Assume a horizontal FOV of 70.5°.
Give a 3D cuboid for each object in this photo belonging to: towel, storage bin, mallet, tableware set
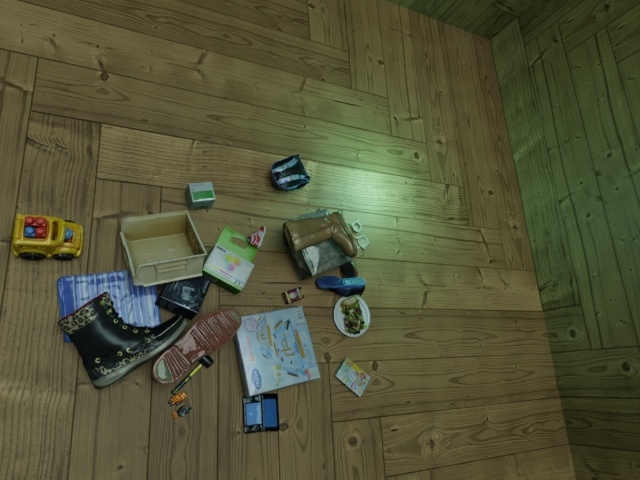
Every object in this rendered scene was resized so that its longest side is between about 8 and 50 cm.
[{"bbox_3d":[-0.781,0.231,1.689,0.336,0.040,0.243,-6,77,-29],"label":"towel"},{"bbox_3d":[-0.606,0.026,1.731,0.260,0.123,0.262,-10,47,-30],"label":"storage bin"},{"bbox_3d":[-0.504,0.510,1.748,0.190,0.039,0.062,-38,92,-28],"label":"mallet"},{"bbox_3d":[0.171,-0.020,2.282,0.141,0.020,0.168,-27,87,-32],"label":"tableware set"}]

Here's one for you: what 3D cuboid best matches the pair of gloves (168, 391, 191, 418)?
[{"bbox_3d":[-0.530,0.622,1.708,0.074,0.010,0.083,-17,83,-31],"label":"pair of gloves"}]

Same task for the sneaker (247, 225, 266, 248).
[{"bbox_3d":[-0.287,-0.027,2.022,0.067,0.042,0.118,27,50,-21],"label":"sneaker"}]

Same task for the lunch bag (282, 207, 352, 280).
[{"bbox_3d":[-0.029,0.011,2.082,0.235,0.169,0.287,-20,89,-30],"label":"lunch bag"}]

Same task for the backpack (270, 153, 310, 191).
[{"bbox_3d":[-0.158,-0.307,2.147,0.173,0.117,0.158,-26,87,-32],"label":"backpack"}]

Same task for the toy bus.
[{"bbox_3d":[-0.953,-0.025,1.583,0.220,0.211,0.149,4,70,-28],"label":"toy bus"}]

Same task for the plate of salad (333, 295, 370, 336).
[{"bbox_3d":[0.155,0.353,2.135,0.200,0.048,0.200,9,69,-26],"label":"plate of salad"}]

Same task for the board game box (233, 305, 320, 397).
[{"bbox_3d":[-0.188,0.455,1.891,0.318,0.066,0.318,-5,69,-29],"label":"board game box"}]

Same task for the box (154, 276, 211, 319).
[{"bbox_3d":[-0.537,0.203,1.780,0.158,0.093,0.156,29,52,-18],"label":"box"}]

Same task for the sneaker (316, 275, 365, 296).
[{"bbox_3d":[0.095,0.223,2.128,0.232,0.090,0.081,3,37,-4],"label":"sneaker"}]

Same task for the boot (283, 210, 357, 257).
[{"bbox_3d":[0.000,0.000,1.962,0.269,0.089,0.236,-17,70,-28],"label":"boot"}]

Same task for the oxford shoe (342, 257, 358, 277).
[{"bbox_3d":[0.129,0.088,2.207,0.076,0.076,0.212,21,48,-62],"label":"oxford shoe"}]

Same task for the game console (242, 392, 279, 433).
[{"bbox_3d":[-0.237,0.687,1.797,0.124,0.085,0.144,3,72,-27],"label":"game console"}]

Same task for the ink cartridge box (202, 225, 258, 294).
[{"bbox_3d":[-0.374,0.071,1.922,0.189,0.097,0.255,31,62,-15],"label":"ink cartridge box"}]

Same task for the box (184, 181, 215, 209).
[{"bbox_3d":[-0.513,-0.190,1.931,0.101,0.102,0.087,-10,77,-29],"label":"box"}]

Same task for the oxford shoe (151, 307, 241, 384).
[{"bbox_3d":[-0.479,0.391,1.729,0.397,0.146,0.140,-33,93,-36],"label":"oxford shoe"}]

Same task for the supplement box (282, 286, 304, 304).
[{"bbox_3d":[-0.122,0.247,2.027,0.083,0.043,0.055,-17,81,-31],"label":"supplement box"}]

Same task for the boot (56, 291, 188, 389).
[{"bbox_3d":[-0.701,0.309,1.623,0.377,0.138,0.284,-35,102,-23],"label":"boot"}]

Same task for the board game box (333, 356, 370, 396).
[{"bbox_3d":[0.145,0.619,2.054,0.154,0.026,0.103,42,60,-10],"label":"board game box"}]
